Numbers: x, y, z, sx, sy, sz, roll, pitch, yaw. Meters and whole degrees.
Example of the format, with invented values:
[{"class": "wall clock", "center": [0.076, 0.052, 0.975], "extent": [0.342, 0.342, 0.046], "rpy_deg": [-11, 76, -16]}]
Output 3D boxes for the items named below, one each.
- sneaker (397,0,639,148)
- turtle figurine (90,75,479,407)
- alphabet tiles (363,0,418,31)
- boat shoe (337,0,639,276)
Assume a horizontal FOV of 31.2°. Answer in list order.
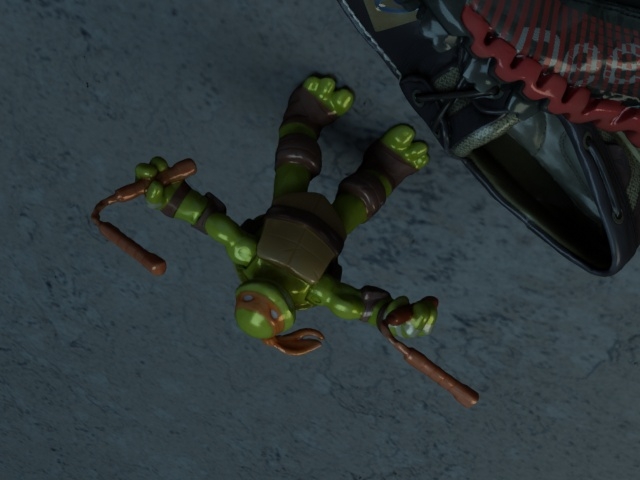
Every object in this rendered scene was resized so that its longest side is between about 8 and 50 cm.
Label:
[{"class": "sneaker", "center": [0.168, -0.116, 0.615], "extent": [0.276, 0.098, 0.135], "rpy_deg": [22, 118, -24]}, {"class": "turtle figurine", "center": [0.000, 0.000, 0.775], "extent": [0.269, 0.217, 0.087], "rpy_deg": [25, 140, 4]}, {"class": "alphabet tiles", "center": [0.090, -0.214, 0.562], "extent": [0.198, 0.009, 0.237], "rpy_deg": [-14, 142, 11]}, {"class": "boat shoe", "center": [0.110, -0.090, 0.715], "extent": [0.285, 0.092, 0.103], "rpy_deg": [43, 138, -16]}]
